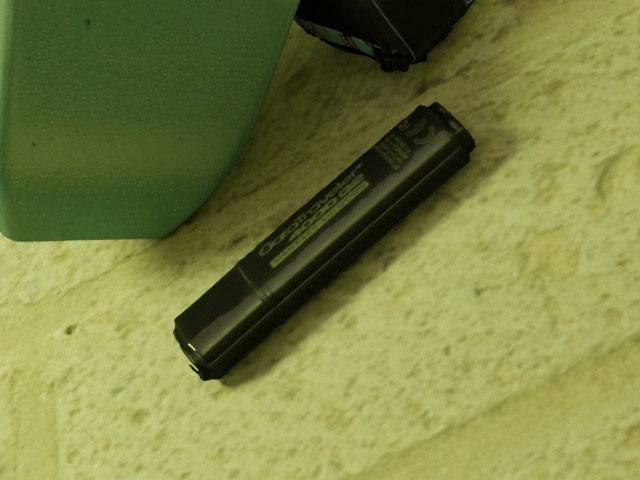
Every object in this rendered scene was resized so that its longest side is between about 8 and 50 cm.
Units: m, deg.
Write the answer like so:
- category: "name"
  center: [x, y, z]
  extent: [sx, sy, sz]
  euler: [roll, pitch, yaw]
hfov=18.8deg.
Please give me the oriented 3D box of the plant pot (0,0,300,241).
- category: "plant pot"
  center: [-0.195, -0.140, 1.589]
  extent: [0.247, 0.247, 0.252]
  euler: [51, 135, 50]

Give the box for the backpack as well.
- category: "backpack"
  center: [0.027, -0.228, 1.588]
  extent: [0.117, 0.158, 0.173]
  euler: [-44, 27, -15]

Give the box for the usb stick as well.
- category: "usb stick"
  center: [0.000, 0.000, 1.482]
  extent: [0.278, 0.045, 0.077]
  euler: [-41, 32, 1]
